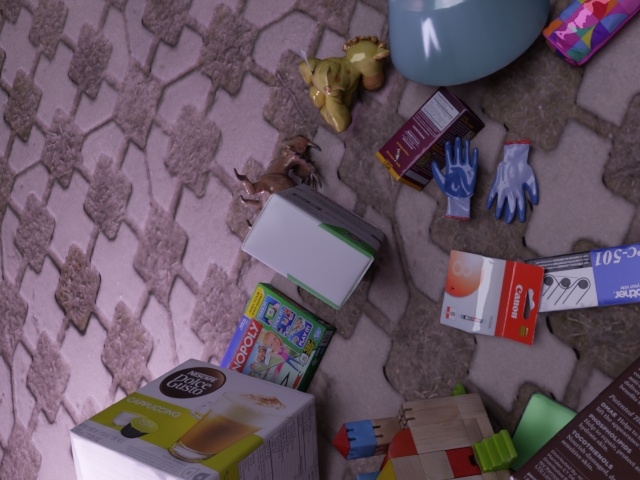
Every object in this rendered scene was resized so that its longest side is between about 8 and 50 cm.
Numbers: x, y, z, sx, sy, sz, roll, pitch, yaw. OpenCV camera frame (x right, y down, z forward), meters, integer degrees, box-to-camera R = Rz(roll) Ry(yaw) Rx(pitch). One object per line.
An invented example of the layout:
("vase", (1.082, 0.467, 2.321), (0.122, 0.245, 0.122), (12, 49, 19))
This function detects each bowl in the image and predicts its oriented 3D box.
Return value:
("bowl", (0.247, -0.453, 1.250), (0.311, 0.163, 0.311), (-15, 53, 21))

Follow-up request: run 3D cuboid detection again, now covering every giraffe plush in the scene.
("giraffe plush", (0.062, -0.357, 1.436), (0.170, 0.210, 0.181), (-29, 60, -5))

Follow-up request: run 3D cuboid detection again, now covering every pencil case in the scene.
("pencil case", (0.504, -0.411, 1.183), (0.236, 0.104, 0.104), (-42, 63, 22))

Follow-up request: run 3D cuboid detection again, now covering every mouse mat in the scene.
("mouse mat", (0.422, 0.368, 1.170), (0.189, 0.007, 0.153), (27, 97, 34))

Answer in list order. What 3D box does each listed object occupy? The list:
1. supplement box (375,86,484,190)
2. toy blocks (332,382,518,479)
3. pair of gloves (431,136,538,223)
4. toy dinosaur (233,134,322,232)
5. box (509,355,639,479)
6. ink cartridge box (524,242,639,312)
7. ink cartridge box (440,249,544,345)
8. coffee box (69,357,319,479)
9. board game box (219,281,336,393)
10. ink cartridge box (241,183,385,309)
("supplement box", (0.215, -0.198, 1.332), (0.188, 0.104, 0.081), (-46, 61, 18))
("toy blocks", (0.175, 0.413, 1.106), (0.191, 0.261, 0.381), (100, 161, -46))
("pair of gloves", (0.306, -0.113, 1.273), (0.198, 0.023, 0.159), (3, 92, 15))
("toy dinosaur", (-0.074, -0.086, 1.503), (0.200, 0.127, 0.296), (-13, 92, -5))
("box", (0.440, 0.283, 0.961), (0.381, 0.191, 0.143), (-35, 59, -13))
("ink cartridge box", (0.463, 0.067, 1.166), (0.207, 0.046, 0.097), (-11, 78, 31))
("ink cartridge box", (0.306, 0.102, 1.234), (0.179, 0.045, 0.145), (13, 97, 50))
("coffee box", (-0.226, 0.475, 1.323), (0.337, 0.334, 0.338), (9, 111, 33))
("board game box", (-0.119, 0.282, 1.512), (0.213, 0.046, 0.317), (30, 99, 32))
("ink cartridge box", (0.000, 0.000, 1.301), (0.211, 0.289, 0.121), (32, 102, 4))
